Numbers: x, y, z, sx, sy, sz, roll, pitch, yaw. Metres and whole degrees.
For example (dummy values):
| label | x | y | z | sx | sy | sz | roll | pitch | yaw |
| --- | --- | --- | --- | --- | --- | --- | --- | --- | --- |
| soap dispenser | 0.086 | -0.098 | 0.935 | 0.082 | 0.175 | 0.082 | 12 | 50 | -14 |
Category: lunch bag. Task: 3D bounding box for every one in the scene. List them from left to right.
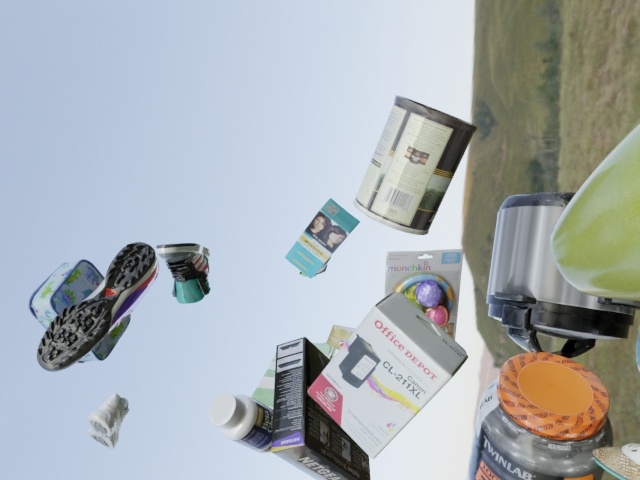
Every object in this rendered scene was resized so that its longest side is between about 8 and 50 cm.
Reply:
| label | x | y | z | sx | sy | sz | roll | pitch | yaw |
| --- | --- | --- | --- | --- | --- | --- | --- | --- | --- |
| lunch bag | -0.549 | 0.163 | 1.247 | 0.176 | 0.090 | 0.218 | -73 | -34 | -49 |

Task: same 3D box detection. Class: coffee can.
| label | x | y | z | sx | sy | sz | roll | pitch | yaw |
| --- | --- | --- | --- | --- | --- | --- | --- | --- | --- |
| coffee can | 0.219 | -0.178 | 1.274 | 0.202 | 0.202 | 0.275 | -20 | -45 | -63 |

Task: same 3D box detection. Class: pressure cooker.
| label | x | y | z | sx | sy | sz | roll | pitch | yaw |
| --- | --- | --- | --- | --- | --- | --- | --- | --- | --- |
| pressure cooker | 0.640 | 0.106 | 1.428 | 0.375 | 0.371 | 0.419 | 37 | -118 | -80 |

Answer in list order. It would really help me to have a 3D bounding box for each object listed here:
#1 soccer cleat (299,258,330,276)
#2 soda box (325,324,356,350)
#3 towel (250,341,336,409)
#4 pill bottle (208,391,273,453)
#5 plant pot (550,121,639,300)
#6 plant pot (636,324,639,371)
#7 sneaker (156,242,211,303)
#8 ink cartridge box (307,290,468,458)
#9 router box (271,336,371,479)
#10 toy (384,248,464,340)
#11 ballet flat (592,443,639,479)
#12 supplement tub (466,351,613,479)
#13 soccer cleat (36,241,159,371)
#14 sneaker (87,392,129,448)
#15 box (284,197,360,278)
| label | x | y | z | sx | sy | sz | roll | pitch | yaw |
| --- | --- | --- | --- | --- | --- | --- | --- | --- | --- |
| soccer cleat | -0.003 | 0.071 | 1.704 | 0.073 | 0.179 | 0.060 | 11 | -119 | -27 |
| soda box | 0.089 | 0.276 | 1.487 | 0.181 | 0.061 | 0.058 | 26 | -95 | -59 |
| towel | -0.101 | 0.459 | 1.770 | 0.038 | 0.248 | 0.324 | 63 | -144 | -28 |
| pill bottle | -0.156 | 0.384 | 1.139 | 0.169 | 0.094 | 0.094 | 46 | -125 | -43 |
| plant pot | 0.449 | -0.029 | 0.692 | 0.274 | 0.275 | 0.293 | -69 | 9 | -26 |
| plant pot | 0.823 | 0.196 | 1.092 | 0.291 | 0.195 | 0.289 | -10 | -70 | -30 |
| sneaker | -0.417 | 0.104 | 1.644 | 0.295 | 0.124 | 0.178 | 37 | -131 | -78 |
| ink cartridge box | 0.084 | 0.174 | 0.702 | 0.072 | 0.127 | 0.175 | -19 | -34 | -57 |
| router box | 0.008 | 0.397 | 1.200 | 0.308 | 0.081 | 0.242 | 51 | -153 | -40 |
| toy | 0.183 | 0.135 | 0.948 | 0.056 | 0.137 | 0.237 | -105 | 14 | -66 |
| ballet flat | 0.438 | 0.294 | 0.668 | 0.073 | 0.206 | 0.067 | 7 | -84 | -25 |
| supplement tub | 0.365 | 0.372 | 0.919 | 0.207 | 0.207 | 0.337 | -46 | -39 | -52 |
| soccer cleat | -0.448 | 0.148 | 1.125 | 0.318 | 0.109 | 0.116 | -58 | -15 | -31 |
| sneaker | -0.573 | 0.496 | 1.485 | 0.115 | 0.090 | 0.232 | -56 | -1 | -41 |
| box | 0.000 | 0.000 | 1.436 | 0.060 | 0.101 | 0.244 | -50 | -2 | -42 |
